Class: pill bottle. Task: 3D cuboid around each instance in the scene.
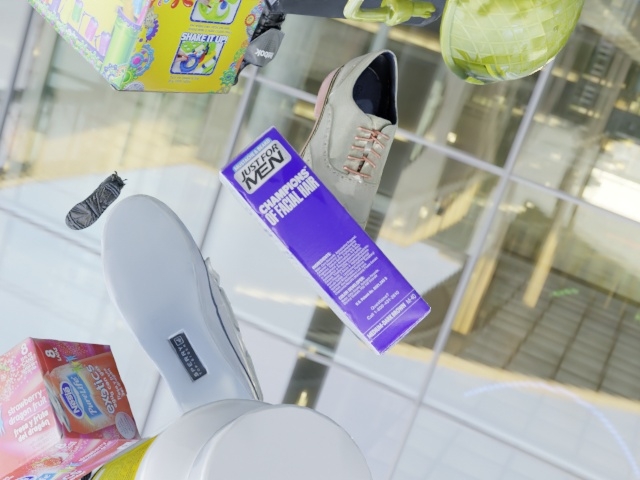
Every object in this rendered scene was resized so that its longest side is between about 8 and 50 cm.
[{"bbox_3d":[-0.092,0.243,0.875,0.188,0.187,0.334,13,155,-22],"label":"pill bottle"}]

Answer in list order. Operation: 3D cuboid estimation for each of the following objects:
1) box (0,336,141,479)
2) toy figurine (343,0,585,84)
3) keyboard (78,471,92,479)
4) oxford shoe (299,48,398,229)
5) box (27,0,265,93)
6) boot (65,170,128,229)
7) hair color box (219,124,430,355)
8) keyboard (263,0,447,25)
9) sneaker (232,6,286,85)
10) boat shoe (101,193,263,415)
[{"bbox_3d":[-0.339,0.218,1.097,0.128,0.257,0.122,18,-137,-59],"label":"box"},{"bbox_3d":[0.199,-0.212,0.544,0.191,0.362,0.217,6,-151,-46],"label":"toy figurine"},{"bbox_3d":[-0.326,0.319,1.291,0.033,0.201,0.317,11,-128,-25],"label":"keyboard"},{"bbox_3d":[0.047,-0.145,1.682,0.141,0.396,0.146,17,156,-24],"label":"oxford shoe"},{"bbox_3d":[-0.207,-0.368,1.209,0.177,0.279,0.290,-7,-138,-47],"label":"box"},{"bbox_3d":[-0.393,-0.071,1.779,0.045,0.121,0.099,49,-178,-16],"label":"boot"},{"bbox_3d":[0.000,0.000,1.463,0.339,0.110,0.185,48,176,-4],"label":"hair color box"},{"bbox_3d":[0.052,-0.197,0.728,0.180,0.108,0.023,-8,-111,-44],"label":"keyboard"},{"bbox_3d":[-0.075,-0.279,1.292,0.078,0.234,0.106,2,-121,-47],"label":"sneaker"},{"bbox_3d":[-0.170,0.106,1.381,0.367,0.136,0.156,61,-173,2],"label":"boat shoe"}]
